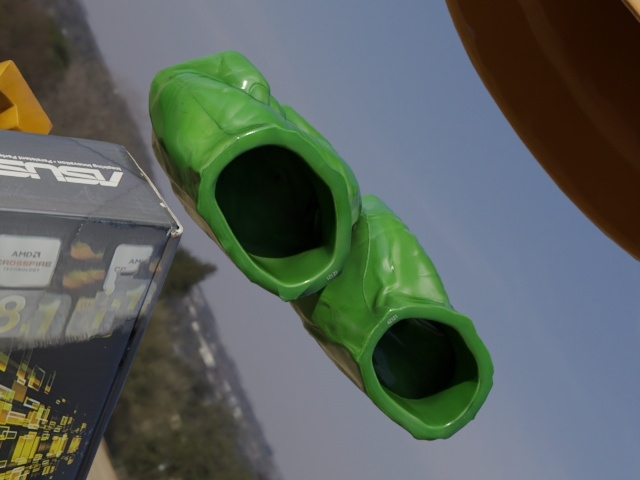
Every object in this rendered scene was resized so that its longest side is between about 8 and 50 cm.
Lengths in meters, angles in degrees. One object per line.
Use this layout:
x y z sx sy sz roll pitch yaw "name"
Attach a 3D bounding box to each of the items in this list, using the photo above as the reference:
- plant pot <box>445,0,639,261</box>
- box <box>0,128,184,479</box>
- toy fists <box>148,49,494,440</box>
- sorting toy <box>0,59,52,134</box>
0.235 -0.144 0.758 0.291 0.203 0.291 53 -6 8 "plant pot"
-0.295 0.088 0.559 0.097 0.395 0.318 48 -57 44 "box"
0.000 0.000 0.742 0.279 0.096 0.142 46 -3 -33 "toy fists"
-0.292 -0.151 0.791 0.307 0.041 0.229 63 28 -32 "sorting toy"
